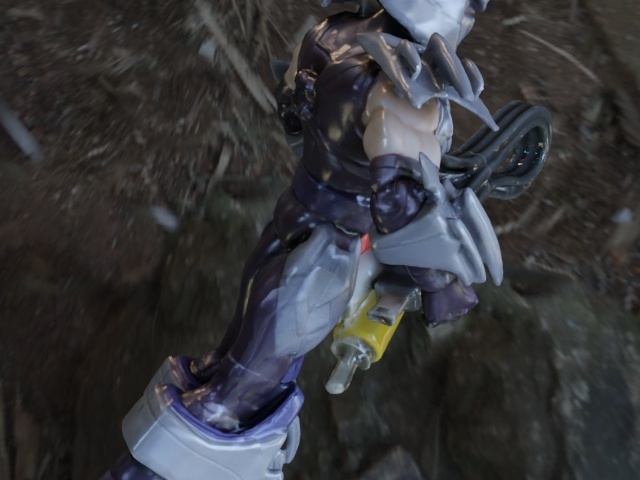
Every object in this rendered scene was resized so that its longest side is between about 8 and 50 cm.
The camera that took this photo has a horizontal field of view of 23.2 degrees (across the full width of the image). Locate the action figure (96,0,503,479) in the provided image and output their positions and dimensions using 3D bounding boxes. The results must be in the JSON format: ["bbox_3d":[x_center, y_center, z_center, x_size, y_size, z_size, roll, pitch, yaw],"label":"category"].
[{"bbox_3d":[0.000,0.000,0.646,0.099,0.185,0.285,24,105,-15],"label":"action figure"}]

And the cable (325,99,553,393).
[{"bbox_3d":[0.068,-0.035,0.983,0.072,0.287,0.139,10,127,24],"label":"cable"}]
